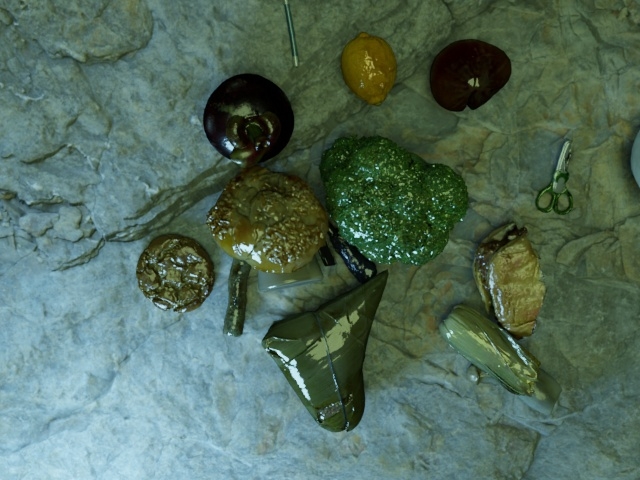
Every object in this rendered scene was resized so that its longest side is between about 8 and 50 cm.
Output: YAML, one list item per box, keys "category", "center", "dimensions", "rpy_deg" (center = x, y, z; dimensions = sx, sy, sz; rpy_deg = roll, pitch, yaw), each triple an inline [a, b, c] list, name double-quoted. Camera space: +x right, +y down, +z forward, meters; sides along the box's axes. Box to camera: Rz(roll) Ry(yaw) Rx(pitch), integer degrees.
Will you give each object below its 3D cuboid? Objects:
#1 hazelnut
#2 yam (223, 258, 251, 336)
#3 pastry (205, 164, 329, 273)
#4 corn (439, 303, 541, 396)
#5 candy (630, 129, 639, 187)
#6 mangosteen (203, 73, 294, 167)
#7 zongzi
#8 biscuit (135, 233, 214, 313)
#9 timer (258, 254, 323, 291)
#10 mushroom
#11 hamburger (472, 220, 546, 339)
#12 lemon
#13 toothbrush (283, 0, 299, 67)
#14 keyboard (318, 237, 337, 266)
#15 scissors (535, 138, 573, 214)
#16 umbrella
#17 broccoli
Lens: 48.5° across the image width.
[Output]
- category: "hazelnut"
  center: [0.377, -0.416, 1.782]
  dimensions: [0.203, 0.178, 0.178]
  rpy_deg: [-8, 103, 0]
- category: "yam"
  center: [-0.226, 0.138, 1.938]
  dimensions: [0.061, 0.061, 0.253]
  rpy_deg: [8, 101, -4]
- category: "pastry"
  center: [-0.135, -0.059, 1.762]
  dimensions: [0.310, 0.162, 0.255]
  rpy_deg: [19, 77, 19]
- category: "corn"
  center: [0.465, 0.298, 1.932]
  dimensions: [0.305, 0.122, 0.123]
  rpy_deg: [36, 85, 14]
- category: "candy"
  center: [1.021, -0.216, 1.838]
  dimensions: [0.426, 0.186, 0.386]
  rpy_deg: [-1, 94, 1]
- category: "mangosteen"
  center: [-0.171, -0.286, 1.742]
  dimensions: [0.228, 0.265, 0.228]
  rpy_deg: [-6, 121, -11]
- category: "zongzi"
  center: [0.090, 0.312, 1.926]
  dimensions: [0.392, 0.174, 0.356]
  rpy_deg: [-29, 103, 7]
- category: "biscuit"
  center: [-0.395, 0.093, 1.932]
  dimensions: [0.225, 0.042, 0.226]
  rpy_deg: [-1, 104, -2]
- category: "timer"
  center: [-0.103, -0.008, 1.885]
  dimensions: [0.175, 0.175, 0.266]
  rpy_deg: [-12, 84, 1]
- category: "mushroom"
  center: [0.552, 0.394, 2.009]
  dimensions: [0.270, 0.103, 0.118]
  rpy_deg: [24, 92, 4]
- category: "hamburger"
  center: [0.508, 0.103, 1.908]
  dimensions: [0.245, 0.155, 0.282]
  rpy_deg: [27, 102, -5]
- category: "lemon"
  center: [0.124, -0.429, 1.783]
  dimensions: [0.142, 0.142, 0.187]
  rpy_deg: [-15, 100, 1]
- category: "toothbrush"
  center: [-0.080, -0.579, 1.806]
  dimensions: [0.025, 0.019, 0.276]
  rpy_deg: [-12, 102, -7]
- category: "keyboard"
  center: [0.000, 0.000, 1.924]
  dimensions: [0.010, 0.053, 0.155]
  rpy_deg: [-34, 106, -38]
- category: "scissors"
  center: [0.645, -0.172, 1.916]
  dimensions: [0.101, 0.027, 0.205]
  rpy_deg: [5, 104, -6]
- category: "umbrella"
  center: [0.068, 0.015, 1.926]
  dimensions: [0.071, 0.071, 0.248]
  rpy_deg: [-38, 92, 6]
- category: "broccoli"
  center: [0.173, -0.098, 1.785]
  dimensions: [0.413, 0.310, 0.321]
  rpy_deg: [10, 97, 31]
